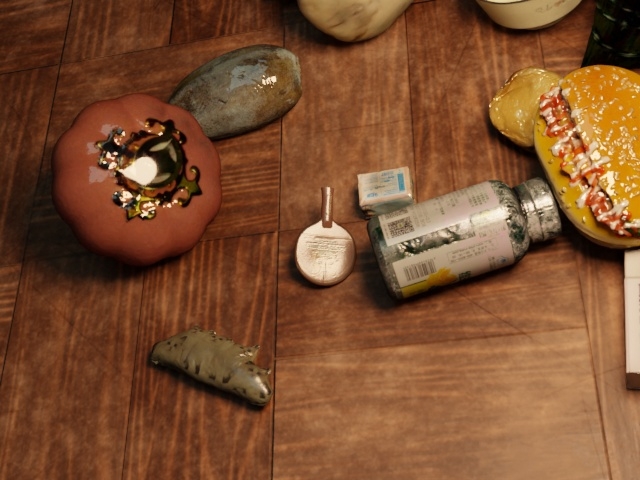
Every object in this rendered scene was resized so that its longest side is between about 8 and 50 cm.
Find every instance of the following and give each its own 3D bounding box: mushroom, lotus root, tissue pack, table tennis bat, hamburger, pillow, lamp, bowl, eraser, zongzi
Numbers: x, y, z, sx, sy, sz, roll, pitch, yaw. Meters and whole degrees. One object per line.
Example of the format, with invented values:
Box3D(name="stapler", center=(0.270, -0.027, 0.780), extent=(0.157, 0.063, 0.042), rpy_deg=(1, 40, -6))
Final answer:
Box3D(name="mushroom", center=(0.027, -0.547, 1.865), extent=(0.336, 0.314, 0.314), rpy_deg=(10, 60, 44))
Box3D(name="lotus root", center=(-0.188, -0.273, 1.814), extent=(0.322, 0.140, 0.158), rpy_deg=(-21, 56, 5))
Box3D(name="tissue pack", center=(0.115, -0.084, 1.660), extent=(0.095, 0.058, 0.074), rpy_deg=(-9, 59, 11))
Box3D(name="table tennis bat", center=(0.000, 0.000, 1.673), extent=(0.108, 0.119, 0.169), rpy_deg=(4, 82, -11))
Box3D(name="hamburger", center=(0.370, -0.226, 1.646), extent=(0.147, 0.083, 0.138), rpy_deg=(39, 103, 27))
Box3D(name="pillow", center=(-0.170, 0.194, 1.573), extent=(0.241, 0.051, 0.093), rpy_deg=(17, 65, 26))
Box3D(name="hamburger", center=(0.459, -0.130, 1.486), extent=(0.227, 0.151, 0.295), rpy_deg=(-20, 68, -4))
Box3D(name="lamp", center=(-0.326, -0.104, 1.687), extent=(0.306, 0.240, 0.305), rpy_deg=(4, 81, -25))
Box3D(name="bowl", center=(0.395, -0.478, 1.770), extent=(0.238, 0.126, 0.237), rpy_deg=(-16, 48, 18))
Box3D(name="eraser", center=(0.516, 0.115, 1.421), extent=(0.125, 0.068, 0.210), rpy_deg=(-2, 58, 17))
Box3D(name="zongzi", center=(0.556, -0.507, 1.606), extent=(0.319, 0.383, 0.362), rpy_deg=(-22, 63, -4))

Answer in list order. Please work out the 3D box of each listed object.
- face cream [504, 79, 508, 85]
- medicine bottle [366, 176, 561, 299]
Box3D(name="face cream", center=(0.390, -0.259, 1.706), extent=(0.130, 0.034, 0.034), rpy_deg=(25, 69, 26))
Box3D(name="medicine bottle", center=(0.230, -0.011, 1.533), extent=(0.293, 0.141, 0.141), rpy_deg=(-19, 56, 4))
